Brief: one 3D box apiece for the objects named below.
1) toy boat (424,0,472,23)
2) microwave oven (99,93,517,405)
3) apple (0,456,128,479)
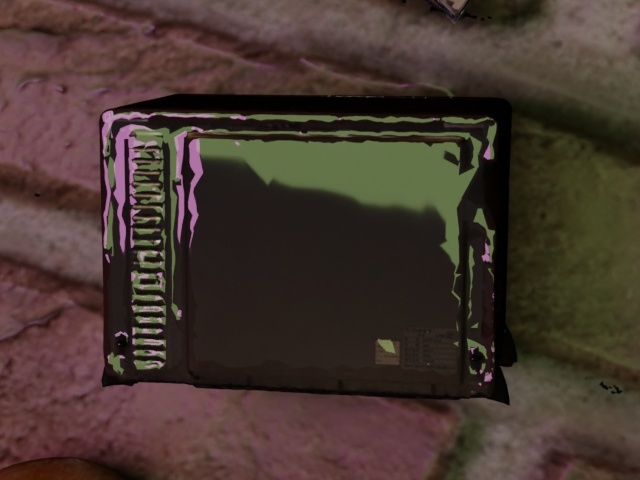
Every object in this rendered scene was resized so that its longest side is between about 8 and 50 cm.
[{"bbox_3d":[0.109,-0.240,0.993,0.084,0.066,0.210,36,97,8],"label":"toy boat"},{"bbox_3d":[0.000,-0.002,0.962,0.247,0.188,0.178,2,97,8],"label":"microwave oven"},{"bbox_3d":[-0.177,0.214,1.027,0.146,0.131,0.146,0,94,7],"label":"apple"}]
